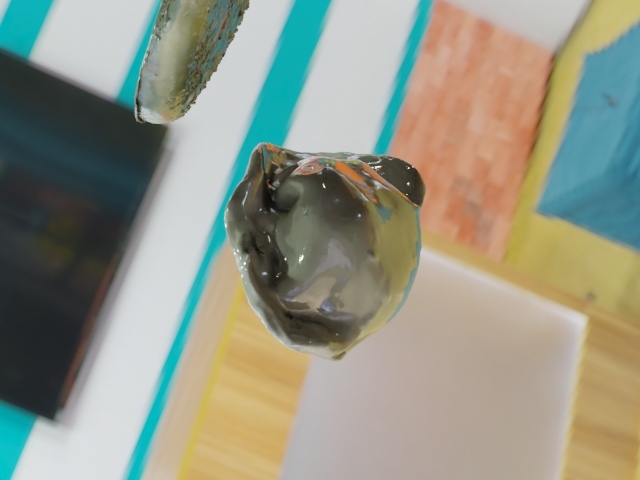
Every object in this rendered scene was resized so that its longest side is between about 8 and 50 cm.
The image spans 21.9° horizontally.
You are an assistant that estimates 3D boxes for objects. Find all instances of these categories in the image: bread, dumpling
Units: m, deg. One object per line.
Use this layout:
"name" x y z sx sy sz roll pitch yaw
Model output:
"bread" -0.075 -0.208 1.261 0.267 0.040 0.267 22 -90 -89
"dumpling" 0.000 0.000 1.292 0.132 0.162 0.250 -60 2 41
